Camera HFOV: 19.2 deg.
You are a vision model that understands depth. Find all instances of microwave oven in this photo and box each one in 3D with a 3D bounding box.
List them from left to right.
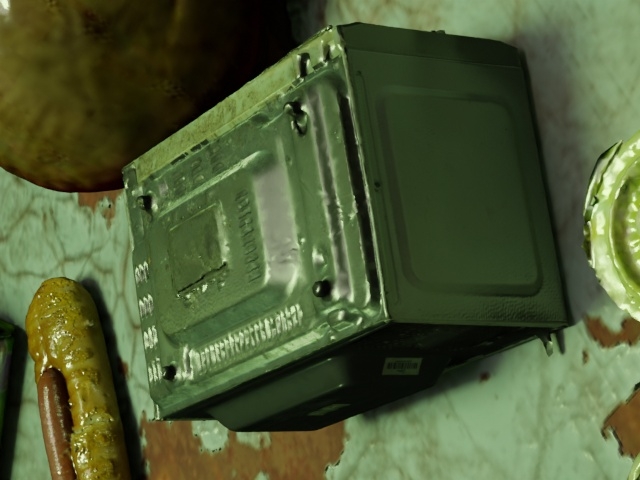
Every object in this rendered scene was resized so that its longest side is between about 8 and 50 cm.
[{"bbox_3d":[0.000,0.000,0.936,0.205,0.129,0.163,-29,63,50],"label":"microwave oven"}]

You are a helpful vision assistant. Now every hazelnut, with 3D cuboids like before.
[{"bbox_3d":[-0.128,-0.134,1.091,0.208,0.208,0.208,-6,82,53],"label":"hazelnut"}]

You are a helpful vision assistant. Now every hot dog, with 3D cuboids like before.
[{"bbox_3d":[-0.153,0.121,1.202,0.066,0.047,0.215,-36,60,44],"label":"hot dog"}]

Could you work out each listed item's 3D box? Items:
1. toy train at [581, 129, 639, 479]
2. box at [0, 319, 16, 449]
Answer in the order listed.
[{"bbox_3d":[0.199,0.042,0.664,0.177,0.134,0.260,-17,74,43],"label":"toy train"},{"bbox_3d":[-0.297,0.218,1.318,0.097,0.134,0.345,18,101,57],"label":"box"}]
